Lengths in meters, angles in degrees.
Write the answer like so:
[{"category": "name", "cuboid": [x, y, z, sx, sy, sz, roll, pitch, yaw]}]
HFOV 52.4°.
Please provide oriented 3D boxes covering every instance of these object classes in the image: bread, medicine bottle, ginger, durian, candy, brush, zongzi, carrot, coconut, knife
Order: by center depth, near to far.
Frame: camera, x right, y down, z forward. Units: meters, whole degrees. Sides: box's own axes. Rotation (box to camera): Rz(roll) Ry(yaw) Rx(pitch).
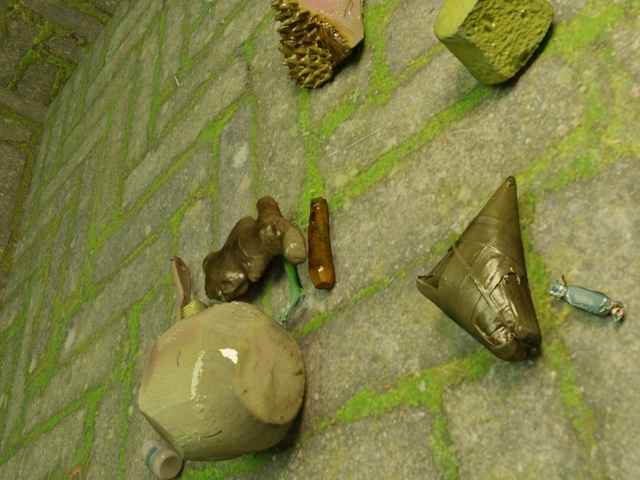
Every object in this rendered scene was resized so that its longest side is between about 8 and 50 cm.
[{"category": "candy", "cuboid": [0.271, 0.057, 0.661, 0.083, 0.020, 0.030, 23, 91, 54]}, {"category": "zongzi", "cuboid": [0.211, 0.030, 0.718, 0.176, 0.078, 0.160, -52, 43, 6]}, {"category": "bread", "cuboid": [0.221, -0.281, 0.847, 0.129, 0.114, 0.111, -57, 29, 8]}, {"category": "coconut", "cuboid": [-0.149, 0.208, 0.956, 0.231, 0.227, 0.227, -18, 56, 35]}, {"category": "carrot", "cuboid": [0.000, 0.000, 1.036, 0.042, 0.042, 0.170, -34, 44, 38]}, {"category": "knife", "cuboid": [-0.054, 0.062, 1.082, 0.078, 0.023, 0.166, -48, 33, 25]}, {"category": "ginger", "cuboid": [-0.133, 0.019, 1.146, 0.333, 0.080, 0.166, -38, 48, 48]}, {"category": "medicine bottle", "cuboid": [-0.288, 0.394, 1.173, 0.089, 0.052, 0.052, 6, 76, 54]}, {"category": "durian", "cuboid": [-0.020, -0.404, 1.254, 0.195, 0.186, 0.305, 120, 144, -52]}, {"category": "brush", "cuboid": [-0.248, 0.124, 1.280, 0.067, 0.072, 0.312, -33, 39, 6]}]
